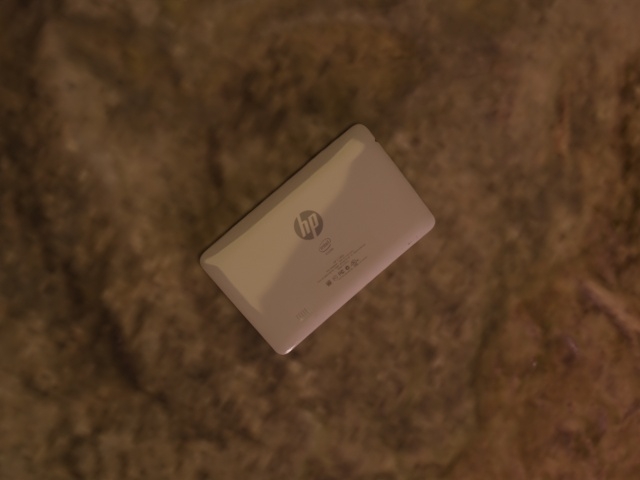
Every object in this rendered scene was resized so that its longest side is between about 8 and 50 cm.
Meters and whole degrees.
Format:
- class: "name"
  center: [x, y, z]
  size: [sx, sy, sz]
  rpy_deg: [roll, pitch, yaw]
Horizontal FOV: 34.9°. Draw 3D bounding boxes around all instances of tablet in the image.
- class: "tablet"
  center: [0.000, 0.000, 0.398]
  size: [0.083, 0.006, 0.054]
  rpy_deg: [-41, 109, -5]
